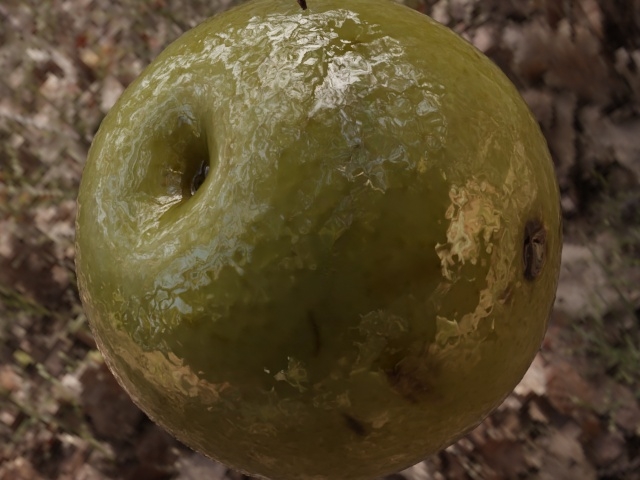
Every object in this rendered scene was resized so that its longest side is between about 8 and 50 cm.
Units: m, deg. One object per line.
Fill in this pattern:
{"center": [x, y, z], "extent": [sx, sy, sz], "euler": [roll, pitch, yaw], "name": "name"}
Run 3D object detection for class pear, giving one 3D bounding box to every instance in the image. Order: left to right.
{"center": [0.000, 0.000, 1.096], "extent": [0.348, 0.348, 0.348], "euler": [-16, 54, 24], "name": "pear"}

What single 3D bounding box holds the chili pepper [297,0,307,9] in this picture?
{"center": [0.015, -0.134, 0.231], "extent": [0.192, 0.086, 0.084], "euler": [-57, 28, 2], "name": "chili pepper"}
